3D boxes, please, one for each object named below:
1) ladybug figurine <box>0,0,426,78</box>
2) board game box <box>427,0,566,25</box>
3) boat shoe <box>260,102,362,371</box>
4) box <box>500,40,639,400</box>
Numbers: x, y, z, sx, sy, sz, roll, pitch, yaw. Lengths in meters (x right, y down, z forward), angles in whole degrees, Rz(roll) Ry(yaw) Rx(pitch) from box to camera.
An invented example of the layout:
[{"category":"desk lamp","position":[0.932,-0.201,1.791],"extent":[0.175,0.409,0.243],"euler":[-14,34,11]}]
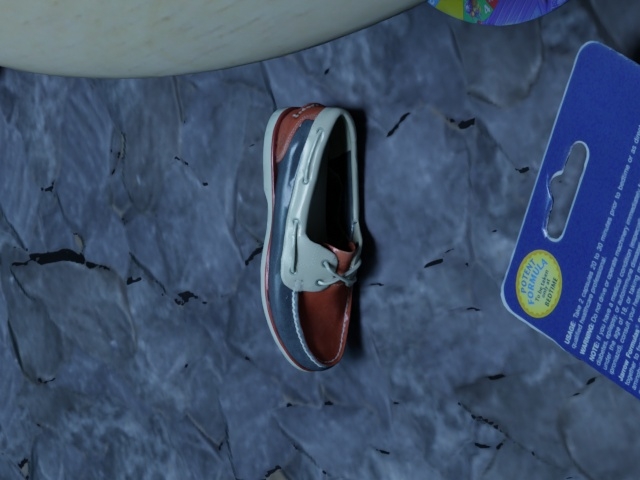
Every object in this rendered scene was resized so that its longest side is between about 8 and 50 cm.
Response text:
[{"category":"ladybug figurine","position":[-0.009,-0.241,0.630],"extent":[0.449,0.162,0.305],"euler":[-27,107,16]},{"category":"board game box","position":[0.060,-0.176,0.757],"extent":[0.133,0.033,0.169],"euler":[-2,99,48]},{"category":"boat shoe","position":[0.000,0.000,0.866],"extent":[0.043,0.049,0.137],"euler":[4,99,45]},{"category":"box","position":[0.176,0.023,0.683],"extent":[0.225,0.036,0.136],"euler":[36,125,34]}]
